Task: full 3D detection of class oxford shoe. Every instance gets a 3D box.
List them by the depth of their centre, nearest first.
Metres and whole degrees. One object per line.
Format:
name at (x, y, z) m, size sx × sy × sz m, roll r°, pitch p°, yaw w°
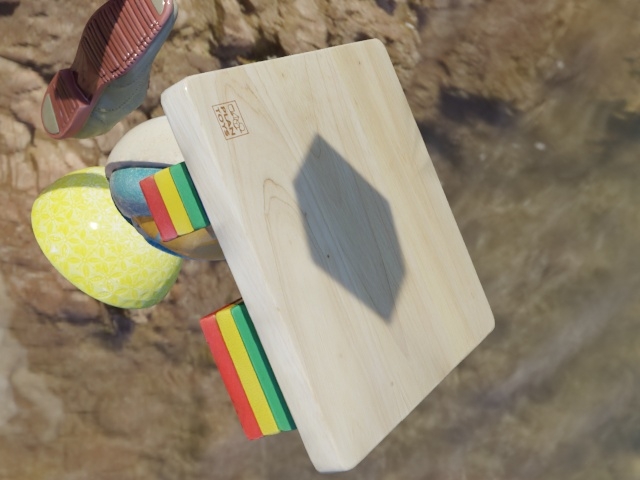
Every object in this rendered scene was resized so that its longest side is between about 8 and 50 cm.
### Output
oxford shoe at (-0.334, -0.297, 1.510) m, size 0.348 × 0.123 × 0.130 m, roll -37°, pitch 158°, yaw 33°

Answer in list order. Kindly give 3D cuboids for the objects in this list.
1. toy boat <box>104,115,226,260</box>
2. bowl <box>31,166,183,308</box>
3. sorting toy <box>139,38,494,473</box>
toy boat at (-0.055, -0.014, 0.870) m, size 0.318 × 0.267 × 0.148 m, roll 15°, pitch 80°, yaw -9°
bowl at (-0.343, -0.038, 1.592) m, size 0.289 × 0.289 × 0.156 m, roll 33°, pitch 118°, yaw -26°
sorting toy at (0.000, 0.000, 0.660) m, size 0.089 × 0.255 × 0.257 m, roll -20°, pitch 95°, yaw 36°
